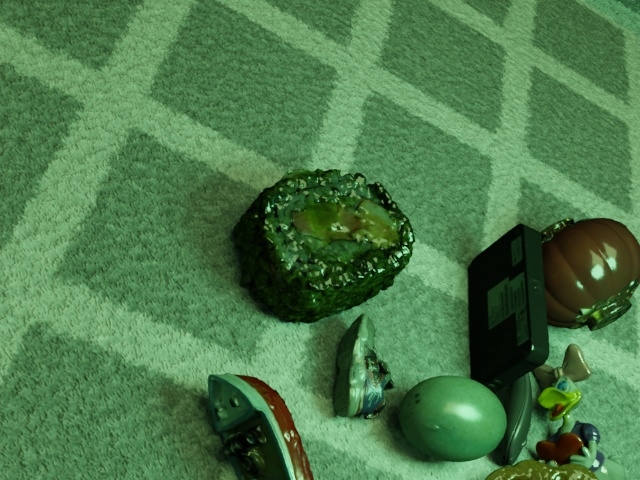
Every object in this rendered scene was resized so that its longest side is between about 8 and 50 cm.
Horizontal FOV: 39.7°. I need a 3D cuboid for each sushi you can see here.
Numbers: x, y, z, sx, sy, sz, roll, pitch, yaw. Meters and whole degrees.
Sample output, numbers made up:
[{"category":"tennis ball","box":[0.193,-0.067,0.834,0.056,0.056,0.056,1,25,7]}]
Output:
[{"category":"sushi","box":[0.000,0.000,1.830,0.352,0.178,0.294,-16,67,-36]}]

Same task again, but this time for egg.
[{"category":"egg","box":[0.266,0.355,1.767,0.236,0.169,0.169,12,54,-24]}]

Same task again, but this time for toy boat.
[{"category":"toy boat","box":[-0.114,0.378,1.515,0.133,0.145,0.332,-6,67,-43]}]

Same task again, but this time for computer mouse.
[{"category":"computer mouse","box":[0.427,0.371,1.907,0.057,0.120,0.232,6,46,15]}]

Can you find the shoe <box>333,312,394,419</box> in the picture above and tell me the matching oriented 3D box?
[{"category":"shoe","box":[0.101,0.256,1.771,0.125,0.099,0.228,18,56,-12]}]

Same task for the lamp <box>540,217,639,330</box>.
[{"category":"lamp","box":[0.616,0.079,2.099,0.303,0.303,0.257,-12,63,-38]}]

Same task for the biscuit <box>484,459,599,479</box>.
[{"category":"biscuit","box":[0.441,0.593,1.696,0.381,0.074,0.359,-9,53,-2]}]

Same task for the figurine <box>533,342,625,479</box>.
[{"category":"figurine","box":[0.570,0.444,1.922,0.193,0.154,0.421,-4,64,-41]}]

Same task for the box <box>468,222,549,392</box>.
[{"category":"box","box":[0.414,0.149,1.978,0.058,0.211,0.350,22,50,-22]}]
